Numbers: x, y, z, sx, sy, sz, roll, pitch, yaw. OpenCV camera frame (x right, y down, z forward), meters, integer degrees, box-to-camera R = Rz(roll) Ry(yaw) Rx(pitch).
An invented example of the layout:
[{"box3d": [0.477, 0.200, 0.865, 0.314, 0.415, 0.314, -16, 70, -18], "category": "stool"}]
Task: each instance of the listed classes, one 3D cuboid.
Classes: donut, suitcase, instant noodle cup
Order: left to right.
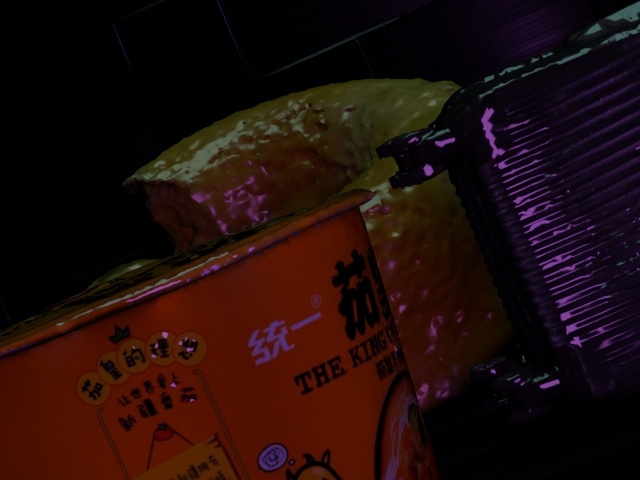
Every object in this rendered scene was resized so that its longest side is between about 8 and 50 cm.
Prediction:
[{"box3d": [-0.046, 0.093, 0.752, 0.216, 0.172, 0.216, -23, 2, 1], "category": "instant noodle cup"}, {"box3d": [0.000, 0.000, 1.442, 0.378, 0.163, 0.435, -23, 21, 14], "category": "donut"}, {"box3d": [0.207, -0.038, 1.039, 0.312, 0.202, 0.128, -23, 2, -4], "category": "suitcase"}]

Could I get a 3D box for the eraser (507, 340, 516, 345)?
[{"box3d": [0.218, 0.024, 1.433, 0.352, 0.061, 0.089, -21, 3, 41], "category": "eraser"}]
